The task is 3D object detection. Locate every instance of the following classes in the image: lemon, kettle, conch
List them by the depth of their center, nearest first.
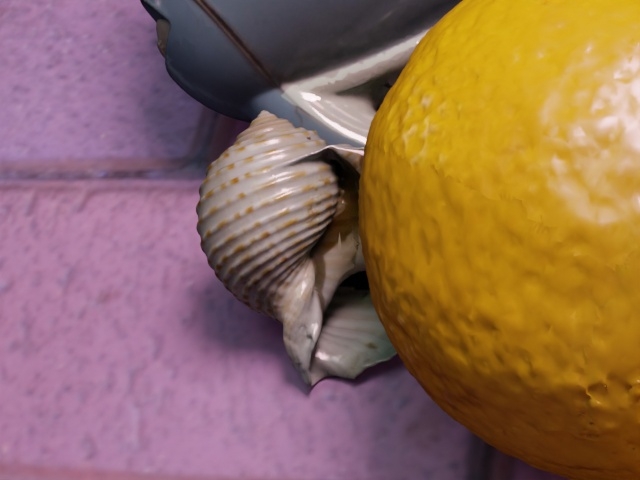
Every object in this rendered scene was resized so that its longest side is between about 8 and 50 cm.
[{"bbox_3d":[0.153,-0.011,0.877,0.293,0.293,0.293,-12,48,13],"label":"lemon"},{"bbox_3d":[0.001,-0.004,1.037,0.135,0.153,0.102,-19,21,22],"label":"conch"},{"bbox_3d":[0.058,-0.191,1.119,0.342,0.247,0.319,-44,72,-3],"label":"kettle"}]
